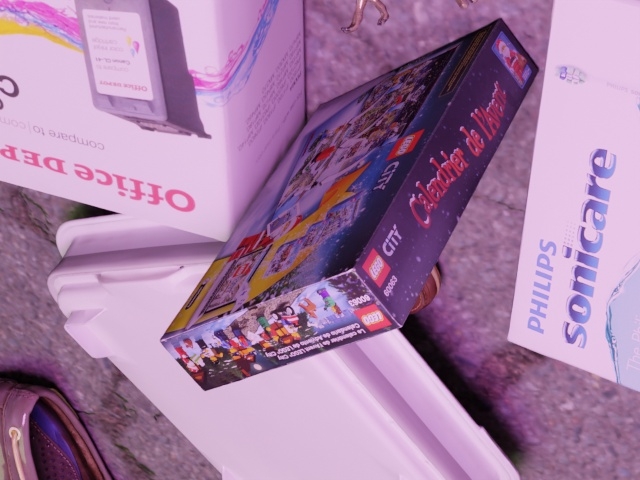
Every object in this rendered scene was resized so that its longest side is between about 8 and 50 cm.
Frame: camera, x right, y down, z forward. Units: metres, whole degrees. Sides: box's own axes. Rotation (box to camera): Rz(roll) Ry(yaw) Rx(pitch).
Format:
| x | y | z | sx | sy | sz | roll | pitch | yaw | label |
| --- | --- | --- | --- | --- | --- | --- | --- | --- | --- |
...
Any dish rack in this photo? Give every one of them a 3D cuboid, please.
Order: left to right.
| x | y | z | sx | sy | sz | roll | pitch | yaw | label |
| --- | --- | --- | --- | --- | --- | --- | --- | --- | --- |
| -0.041 | 0.112 | 1.184 | 0.285 | 0.072 | 0.333 | -4 | 134 | 46 | dish rack |

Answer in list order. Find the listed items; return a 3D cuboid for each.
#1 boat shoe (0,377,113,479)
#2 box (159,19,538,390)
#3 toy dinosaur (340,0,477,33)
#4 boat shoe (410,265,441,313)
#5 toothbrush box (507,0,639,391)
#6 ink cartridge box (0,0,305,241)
| x | y | z | sx | sy | sz | roll | pitch | yaw | label |
| --- | --- | --- | --- | --- | --- | --- | --- | --- | --- |
| -0.222 | 0.257 | 1.453 | 0.096 | 0.116 | 0.324 | -3 | 123 | 36 | boat shoe |
| 0.020 | -0.022 | 0.943 | 0.159 | 0.233 | 0.044 | -21 | 117 | 42 | box |
| 0.010 | -0.181 | 0.908 | 0.183 | 0.092 | 0.053 | 42 | 174 | -32 | toy dinosaur |
| 0.000 | 0.000 | 1.107 | 0.178 | 0.060 | 0.064 | 35 | 139 | -5 | boat shoe |
| 0.260 | -0.013 | 0.819 | 0.295 | 0.126 | 0.216 | 19 | 122 | 28 | toothbrush box |
| -0.133 | -0.170 | 0.968 | 0.226 | 0.131 | 0.306 | 15 | 135 | 17 | ink cartridge box |
